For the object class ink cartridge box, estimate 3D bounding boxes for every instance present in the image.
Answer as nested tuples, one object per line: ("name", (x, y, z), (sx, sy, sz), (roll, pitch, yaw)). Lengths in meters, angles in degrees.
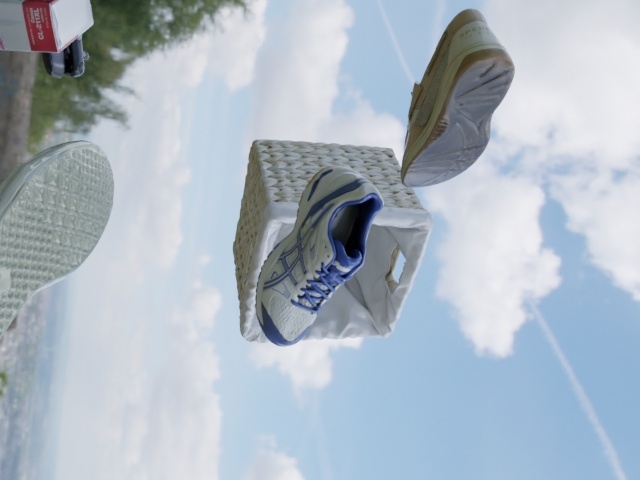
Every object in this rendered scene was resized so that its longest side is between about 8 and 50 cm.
("ink cartridge box", (-0.434, -0.325, 1.188), (0.127, 0.175, 0.072), (-74, 166, -55))

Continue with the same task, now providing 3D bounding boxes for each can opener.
("can opener", (-0.428, -0.364, 1.399), (0.073, 0.059, 0.186), (3, 83, -68))

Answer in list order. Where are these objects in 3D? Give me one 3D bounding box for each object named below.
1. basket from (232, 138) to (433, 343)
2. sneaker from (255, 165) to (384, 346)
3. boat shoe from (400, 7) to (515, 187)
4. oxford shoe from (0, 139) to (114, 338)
("basket", (0.000, 0.000, 1.666), (0.267, 0.331, 0.329), (-109, -154, -46))
("sneaker", (-0.004, 0.034, 1.251), (0.131, 0.111, 0.297), (33, -76, 56))
("boat shoe", (0.170, -0.179, 1.121), (0.302, 0.109, 0.098), (106, -27, -60))
("oxford shoe", (-0.398, 0.011, 1.015), (0.449, 0.130, 0.169), (-61, 146, -48))
